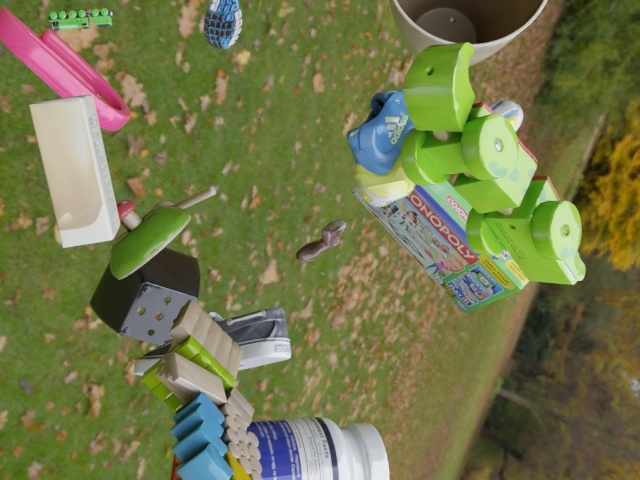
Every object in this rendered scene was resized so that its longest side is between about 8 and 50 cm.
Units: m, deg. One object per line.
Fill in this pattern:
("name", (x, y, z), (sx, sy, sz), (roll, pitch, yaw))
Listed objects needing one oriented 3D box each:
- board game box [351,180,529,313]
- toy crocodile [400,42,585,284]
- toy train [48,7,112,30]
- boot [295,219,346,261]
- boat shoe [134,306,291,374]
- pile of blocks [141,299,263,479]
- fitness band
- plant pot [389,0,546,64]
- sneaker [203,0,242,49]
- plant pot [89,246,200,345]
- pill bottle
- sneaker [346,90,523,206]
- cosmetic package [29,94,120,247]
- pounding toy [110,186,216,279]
("board game box", (0.202, -0.020, 1.199), (0.046, 0.317, 0.213), (-42, 176, -19))
("toy crocodile", (0.198, -0.066, 0.756), (0.340, 0.115, 0.105), (44, 64, -28))
("toy train", (-0.315, -0.289, 0.900), (0.017, 0.083, 0.024), (-102, -173, -84))
("boot", (0.000, 0.000, 1.421), (0.106, 0.037, 0.114), (-28, 168, -14))
("boat shoe", (-0.193, 0.176, 1.191), (0.108, 0.301, 0.102), (28, 52, -59))
("pile of blocks", (-0.155, 0.230, 0.812), (0.112, 0.362, 0.149), (-39, 128, 11))
("fitness band", (-0.481, -0.318, 1.282), (0.054, 0.291, 0.209), (-44, -159, 7))
("plant pot", (0.227, -0.397, 1.170), (0.274, 0.256, 0.256), (82, 33, -82))
("sneaker", (-0.181, -0.459, 1.293), (0.083, 0.071, 0.191), (-100, -164, -56))
("plant pot", (-0.361, 0.125, 1.468), (0.188, 0.167, 0.187), (22, 102, -32))
("pill bottle", (-0.046, 0.333, 0.978), (0.153, 0.264, 0.153), (-178, -90, -69))
("sneaker", (0.137, -0.144, 0.841), (0.240, 0.126, 0.091), (-31, -169, -17))
("cosmetic package", (-0.197, -0.058, 0.556), (0.060, 0.041, 0.115), (-125, -154, -74))
("pounding toy", (-0.336, -0.042, 1.305), (0.183, 0.110, 0.237), (-26, -159, 40))
